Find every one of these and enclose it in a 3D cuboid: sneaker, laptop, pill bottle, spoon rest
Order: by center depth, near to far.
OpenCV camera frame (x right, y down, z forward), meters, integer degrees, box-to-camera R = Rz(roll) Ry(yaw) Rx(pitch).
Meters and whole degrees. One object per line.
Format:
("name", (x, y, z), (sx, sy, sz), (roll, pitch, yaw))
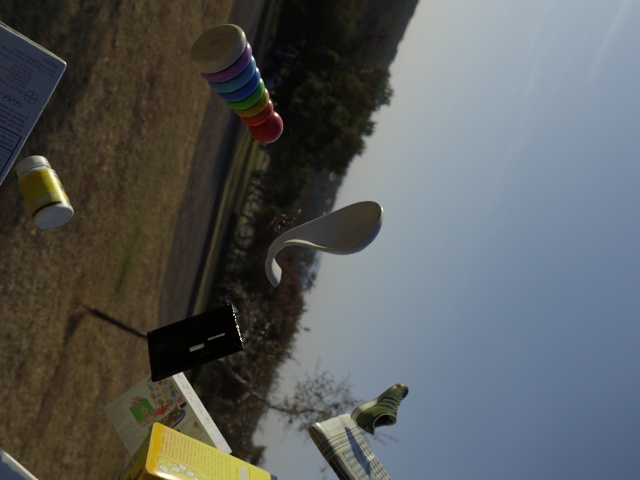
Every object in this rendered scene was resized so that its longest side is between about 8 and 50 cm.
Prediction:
("spoon rest", (0.000, 0.000, 1.230), (0.276, 0.084, 0.137), (-27, -149, 22))
("laptop", (-0.321, 0.269, 1.658), (0.264, 0.234, 0.136), (-116, -171, -49))
("sneaker", (0.180, 0.458, 1.685), (0.086, 0.192, 0.064), (41, -41, 39))
("pill bottle", (-0.863, -0.151, 1.957), (0.208, 0.119, 0.119), (60, -22, 16))

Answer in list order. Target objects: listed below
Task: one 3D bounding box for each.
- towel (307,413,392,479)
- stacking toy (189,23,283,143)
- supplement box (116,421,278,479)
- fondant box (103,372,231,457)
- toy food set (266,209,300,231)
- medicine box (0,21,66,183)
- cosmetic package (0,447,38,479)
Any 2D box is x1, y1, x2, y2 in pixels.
("towel", (0.115, 0.580, 1.581), (0.056, 0.312, 0.324), (-40, 159, 5))
("stacking toy", (-0.180, -0.361, 1.547), (0.330, 0.141, 0.141), (54, 45, -51))
("supplement box", (-0.292, 0.626, 1.495), (0.194, 0.357, 0.195), (-57, -164, 10))
("fondant box", (-0.457, 0.568, 1.883), (0.238, 0.330, 0.096), (-36, 169, 4))
("toy food set", (-0.119, -0.060, 2.052), (0.122, 0.019, 0.078), (-12, -144, 44))
("medicine box", (-0.633, -0.248, 1.212), (0.289, 0.149, 0.263), (-62, -153, -4))
("cosmetic package", (-0.708, 0.439, 1.175), (0.197, 0.366, 0.155), (-50, 131, -33))
